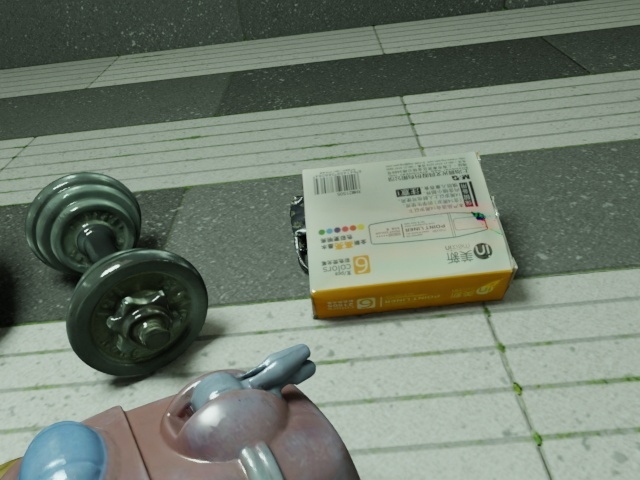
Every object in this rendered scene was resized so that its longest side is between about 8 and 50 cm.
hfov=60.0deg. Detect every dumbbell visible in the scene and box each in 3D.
[{"bbox_3d":[-0.299,0.033,0.789,0.179,0.179,0.406,-24,37,-24],"label":"dumbbell"}]

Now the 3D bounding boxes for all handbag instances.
[{"bbox_3d":[0.000,0.000,0.891,0.115,0.072,0.139,4,50,8],"label":"handbag"}]

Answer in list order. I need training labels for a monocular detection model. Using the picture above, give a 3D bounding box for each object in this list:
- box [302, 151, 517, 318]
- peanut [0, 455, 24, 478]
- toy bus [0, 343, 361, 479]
[{"bbox_3d":[0.113,-0.011,0.792,0.274,0.091,0.221,-5,56,3],"label":"box"},{"bbox_3d":[-0.256,0.251,0.527,0.226,0.095,0.108,-13,30,-7],"label":"peanut"},{"bbox_3d":[-0.101,0.213,0.391,0.294,0.232,0.197,-15,22,-24],"label":"toy bus"}]
